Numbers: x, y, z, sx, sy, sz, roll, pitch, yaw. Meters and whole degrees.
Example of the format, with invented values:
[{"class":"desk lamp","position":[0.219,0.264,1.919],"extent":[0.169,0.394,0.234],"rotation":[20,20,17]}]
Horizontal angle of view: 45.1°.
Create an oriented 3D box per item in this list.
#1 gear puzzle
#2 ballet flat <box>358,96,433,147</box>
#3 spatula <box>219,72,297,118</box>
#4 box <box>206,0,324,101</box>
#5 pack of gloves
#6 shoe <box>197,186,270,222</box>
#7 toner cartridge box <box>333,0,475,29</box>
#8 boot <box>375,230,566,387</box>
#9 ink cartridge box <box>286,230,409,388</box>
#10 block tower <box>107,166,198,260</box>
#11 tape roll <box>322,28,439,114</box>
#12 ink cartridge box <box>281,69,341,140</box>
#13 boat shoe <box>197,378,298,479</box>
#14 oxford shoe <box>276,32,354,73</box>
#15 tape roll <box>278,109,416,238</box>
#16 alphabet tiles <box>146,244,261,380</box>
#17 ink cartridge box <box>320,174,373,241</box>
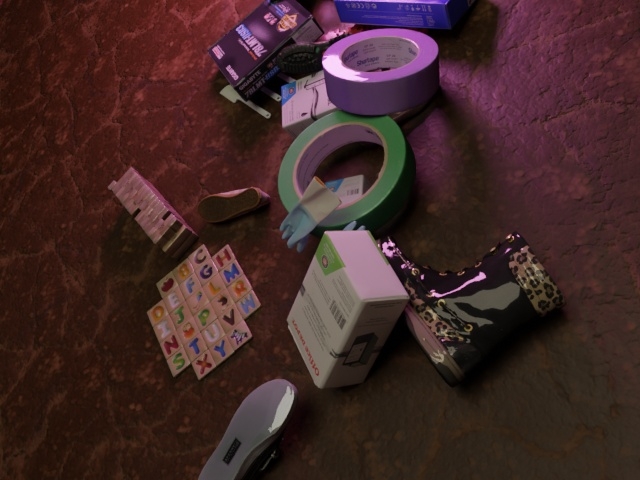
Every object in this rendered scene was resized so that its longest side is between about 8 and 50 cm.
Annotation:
[{"class":"gear puzzle","position":[0.136,-0.531,2.049],"extent":[0.339,0.044,0.175],"rotation":[-9,60,27]},{"class":"ballet flat","position":[0.184,-0.327,1.894],"extent":[0.250,0.058,0.084],"rotation":[-40,51,7]},{"class":"spatula","position":[-0.177,-0.449,2.214],"extent":[0.168,0.019,0.242],"rotation":[-50,50,-4]},{"class":"box","position":[-0.164,-0.567,2.205],"extent":[0.293,0.073,0.295],"rotation":[-38,39,5]},{"class":"pack of gloves","position":[0.000,0.000,1.684],"extent":[0.195,0.232,0.046],"rotation":[46,50,6]},{"class":"shoe","position":[-0.229,-0.093,2.028],"extent":[0.219,0.058,0.076],"rotation":[-10,90,32]},{"class":"toner cartridge box","position":[0.222,-0.632,2.004],"extent":[0.348,0.075,0.165],"rotation":[16,53,37]},{"class":"boot","position":[0.285,0.079,1.554],"extent":[0.284,0.138,0.377],"rotation":[-33,44,7]},{"class":"ink cartridge box","position":[0.048,0.143,1.588],"extent":[0.198,0.115,0.272],"rotation":[61,142,39]},{"class":"block tower","position":[-0.468,-0.083,2.141],"extent":[0.097,0.091,0.335],"rotation":[-48,50,-1]},{"class":"tape roll","position":[0.145,-0.406,1.836],"extent":[0.275,0.090,0.274],"rotation":[-5,39,4]},{"class":"ink cartridge box","position":[0.006,-0.361,2.006],"extent":[0.203,0.086,0.148],"rotation":[-18,55,23]},{"class":"boat shoe","position":[-0.136,0.432,1.635],"extent":[0.113,0.105,0.306],"rotation":[30,88,35]},{"class":"oxford shoe","position":[-0.002,-0.487,2.031],"extent":[0.227,0.096,0.082],"rotation":[-8,101,11]},{"class":"tape roll","position":[0.059,-0.156,1.785],"extent":[0.321,0.077,0.321],"rotation":[-14,57,22]},{"class":"alphabet tiles","position":[-0.299,0.173,1.943],"extent":[0.285,0.011,0.342],"rotation":[-40,50,7]},{"class":"ink cartridge box","position":[0.062,-0.057,1.815],"extent":[0.104,0.060,0.180],"rotation":[-9,59,26]}]
